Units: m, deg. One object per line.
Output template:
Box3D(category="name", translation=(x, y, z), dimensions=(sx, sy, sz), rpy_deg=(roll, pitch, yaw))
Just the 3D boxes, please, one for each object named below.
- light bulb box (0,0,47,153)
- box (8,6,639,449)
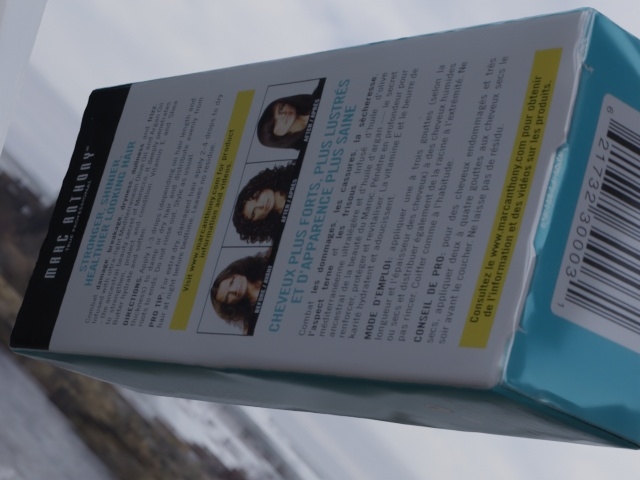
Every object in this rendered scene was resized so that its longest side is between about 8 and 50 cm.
Box3D(category="light bulb box", translation=(-0.264, -0.186, 0.563), dimensions=(0.361, 0.358, 0.225), rpy_deg=(18, 11, -4))
Box3D(category="box", translation=(0.000, 0.000, 0.499), dimensions=(0.060, 0.100, 0.244), rpy_deg=(25, -15, -35))
